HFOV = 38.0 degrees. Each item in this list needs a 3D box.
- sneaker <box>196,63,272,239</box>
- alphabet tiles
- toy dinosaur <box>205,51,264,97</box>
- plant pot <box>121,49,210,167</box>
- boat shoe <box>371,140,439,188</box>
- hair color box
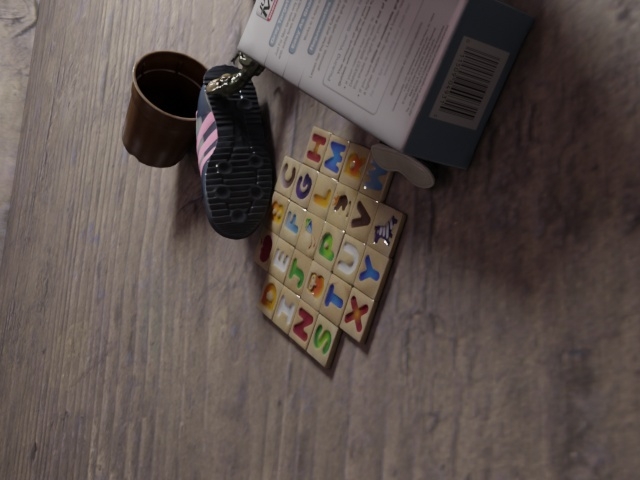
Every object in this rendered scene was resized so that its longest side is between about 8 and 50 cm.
[{"bbox_3d":[-0.145,-0.122,1.495,0.131,0.112,0.319,118,153,-55],"label":"sneaker"},{"bbox_3d":[0.000,0.000,1.278,0.342,0.011,0.285,33,108,58],"label":"alphabet tiles"},{"bbox_3d":[-0.077,-0.329,1.472,0.268,0.064,0.118,-47,23,15],"label":"toy dinosaur"},{"bbox_3d":[-0.282,-0.229,1.697,0.165,0.166,0.167,125,144,-46],"label":"plant pot"},{"bbox_3d":[0.107,-0.097,1.110,0.125,0.038,0.046,30,148,59],"label":"boat shoe"},{"bbox_3d":[0.059,-0.247,1.119,0.374,0.113,0.185,39,113,46],"label":"hair color box"}]
